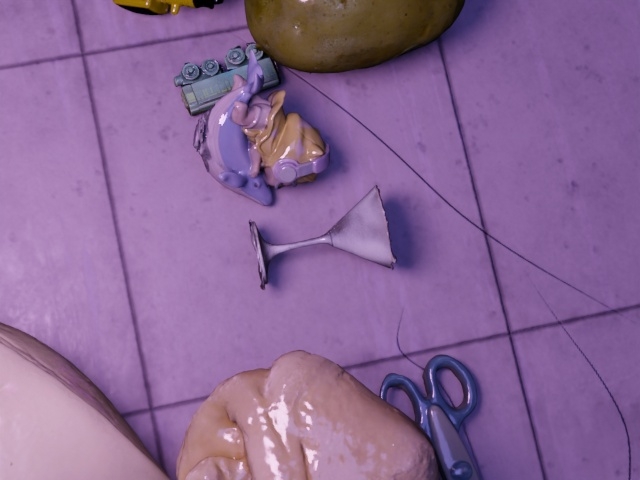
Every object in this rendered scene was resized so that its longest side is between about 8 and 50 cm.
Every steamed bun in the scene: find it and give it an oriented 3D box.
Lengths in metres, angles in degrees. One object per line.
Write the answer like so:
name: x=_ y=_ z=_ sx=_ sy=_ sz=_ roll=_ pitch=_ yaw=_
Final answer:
steamed bun: x=-0.412 y=0.285 z=1.361 sx=0.456 sy=0.290 sz=0.371 roll=34 pitch=76 yaw=0
steamed bun: x=-0.009 y=0.316 z=1.371 sx=0.325 sy=0.372 sz=0.230 roll=12 pitch=50 yaw=13

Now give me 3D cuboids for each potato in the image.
potato: x=0.048 y=-0.337 z=1.576 sx=0.304 sy=0.216 sz=0.215 roll=-8 pitch=81 yaw=-5

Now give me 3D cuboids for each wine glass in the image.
wine glass: x=0.000 y=0.000 z=1.554 sx=0.183 sy=0.122 sz=0.122 roll=-12 pitch=81 yaw=-5

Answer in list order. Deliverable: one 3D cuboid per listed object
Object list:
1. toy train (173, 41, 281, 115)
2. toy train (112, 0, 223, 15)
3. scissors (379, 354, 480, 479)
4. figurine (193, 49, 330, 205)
toy train: x=-0.127 y=-0.227 z=1.618 sx=0.148 sy=0.038 sz=0.071 roll=-21 pitch=85 yaw=-10
toy train: x=-0.199 y=-0.368 z=1.589 sx=0.219 sy=0.089 sz=0.127 roll=10 pitch=94 yaw=16
scissors: x=0.180 y=0.298 z=1.553 sx=0.138 sy=0.041 sz=0.289 roll=-20 pitch=81 yaw=-17
figurine: x=-0.077 y=-0.140 z=1.552 sx=0.184 sy=0.128 sz=0.208 roll=-2 pitch=120 yaw=-7
